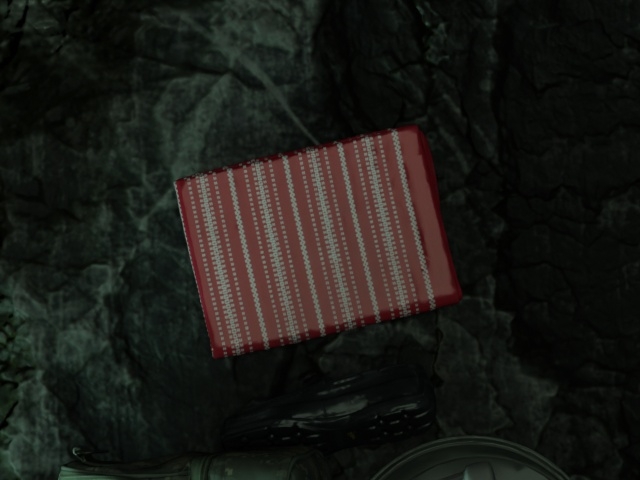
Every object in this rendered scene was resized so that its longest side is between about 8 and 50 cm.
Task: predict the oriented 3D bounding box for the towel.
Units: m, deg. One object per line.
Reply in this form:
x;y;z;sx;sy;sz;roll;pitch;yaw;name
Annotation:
0.000;0.000;1.697;0.274;0.031;0.199;-13;85;-5;towel

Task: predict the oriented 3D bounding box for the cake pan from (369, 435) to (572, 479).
0.159;0.345;1.650;0.293;0.054;0.293;1;81;-5;cake pan

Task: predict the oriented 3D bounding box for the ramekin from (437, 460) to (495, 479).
0.124;0.348;1.493;0.127;0.273;0.273;-12;83;5;ramekin

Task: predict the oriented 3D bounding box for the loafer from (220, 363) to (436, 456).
0.007;0.175;1.657;0.223;0.076;0.078;-12;44;2;loafer

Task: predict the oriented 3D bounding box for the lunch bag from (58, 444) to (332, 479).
-0.126;0.348;1.547;0.256;0.212;0.305;-2;86;12;lunch bag
